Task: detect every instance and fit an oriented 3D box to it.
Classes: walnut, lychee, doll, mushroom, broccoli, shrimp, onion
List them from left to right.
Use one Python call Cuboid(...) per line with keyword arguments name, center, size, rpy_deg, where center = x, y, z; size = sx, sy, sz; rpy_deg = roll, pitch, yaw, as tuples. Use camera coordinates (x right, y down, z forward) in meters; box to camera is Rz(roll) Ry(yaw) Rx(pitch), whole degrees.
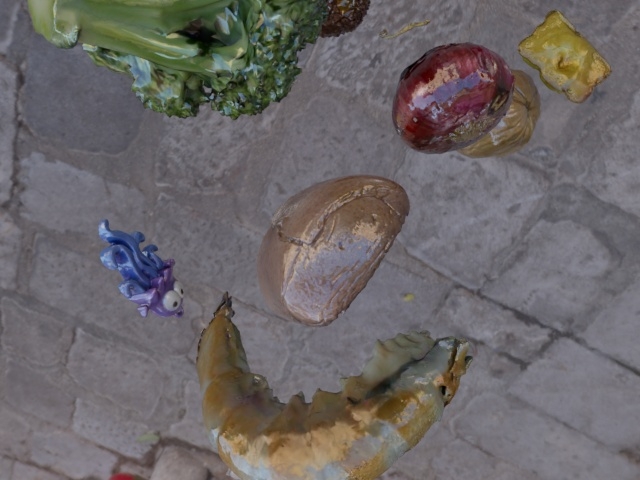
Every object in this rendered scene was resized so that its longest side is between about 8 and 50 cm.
Cuboid(name="doll", center=(-0.271, 0.050, 0.803), size=(0.067, 0.110, 0.206), rpy_deg=(-12, 129, 28))
Cuboid(name="broccoli", center=(-0.139, -0.250, 0.531), size=(0.260, 0.235, 0.288), rpy_deg=(14, 140, -30))
Cuboid(name="shrimp", center=(-0.018, 0.145, 0.495), size=(0.287, 0.185, 0.068), rpy_deg=(4, 134, 30))
Cuboid(name="lychee", center=(0.012, -0.727, 1.496), size=(0.267, 0.267, 0.267), rpy_deg=(7, 123, 11))
Cuboid(name="mushroom", center=(0.223, -0.571, 1.424), size=(0.026, 0.286, 0.028), rpy_deg=(-14, 109, -13))
Cuboid(name="onion", center=(0.256, -0.280, 1.034), size=(0.246, 0.190, 0.246), rpy_deg=(-9, 159, -3))
Cuboid(name="walnut", center=(0.500, -0.373, 1.545), size=(0.285, 0.296, 0.285), rpy_deg=(32, 156, 16))

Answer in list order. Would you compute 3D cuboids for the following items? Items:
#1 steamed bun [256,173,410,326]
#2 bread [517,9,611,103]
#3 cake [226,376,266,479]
Cuboid(name="steamed bun", center=(0.000, 0.000, 0.960), size=(0.199, 0.301, 0.251), rpy_deg=(35, 167, -5))
Cuboid(name="bread", center=(0.636, -0.472, 1.377), size=(0.161, 0.088, 0.233), rpy_deg=(-43, 85, 2))
Cuboid(name="cake", center=(-0.070, 0.236, 0.655), size=(0.065, 0.121, 0.052), rpy_deg=(13, 139, -2))
